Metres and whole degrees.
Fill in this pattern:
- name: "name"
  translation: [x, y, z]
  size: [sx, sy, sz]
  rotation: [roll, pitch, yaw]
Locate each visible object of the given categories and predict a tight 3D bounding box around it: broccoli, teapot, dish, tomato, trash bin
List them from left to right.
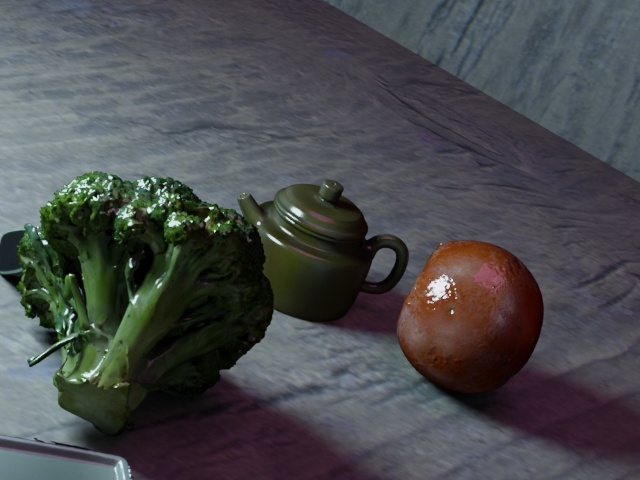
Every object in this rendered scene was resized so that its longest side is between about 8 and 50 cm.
- name: "dish"
  translation: [-0.260, 0.245, 1.349]
  size: [0.212, 0.077, 0.151]
  rotation: [14, 23, -20]
- name: "trash bin"
  translation: [-0.319, 0.021, 1.774]
  size: [0.130, 0.059, 0.116]
  rotation: [10, -7, -30]
- name: "broccoli"
  translation: [-0.211, 0.064, 1.589]
  size: [0.304, 0.321, 0.283]
  rotation: [14, 52, 6]
- name: "teapot"
  translation: [0.000, 0.000, 2.021]
  size: [0.268, 0.175, 0.185]
  rotation: [16, 26, -16]
- name: "tomato"
  translation: [0.206, 0.104, 1.935]
  size: [0.184, 0.208, 0.208]
  rotation: [30, 23, 6]
